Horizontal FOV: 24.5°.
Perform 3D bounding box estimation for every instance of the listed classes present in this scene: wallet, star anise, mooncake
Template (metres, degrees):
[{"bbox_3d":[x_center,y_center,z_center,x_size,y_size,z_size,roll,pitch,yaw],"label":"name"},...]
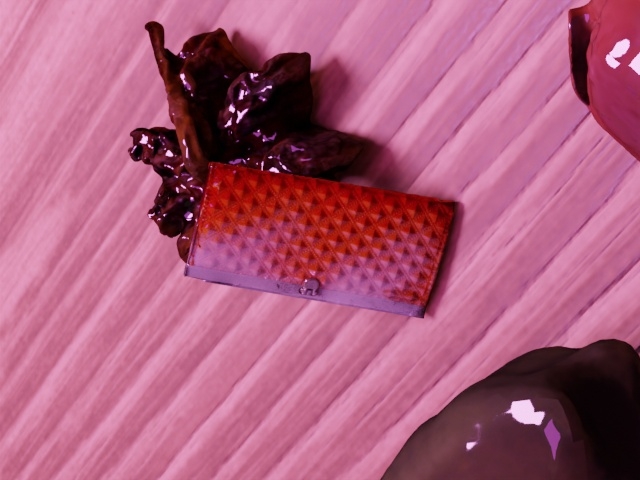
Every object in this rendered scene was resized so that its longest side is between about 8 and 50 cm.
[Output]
[{"bbox_3d":[0.000,0.000,1.137,0.196,0.020,0.103,10,114,-12],"label":"wallet"},{"bbox_3d":[-0.076,-0.064,1.195,0.220,0.126,0.190,16,114,29],"label":"star anise"},{"bbox_3d":[0.194,0.255,1.036,0.351,0.187,0.351,8,105,31],"label":"mooncake"}]

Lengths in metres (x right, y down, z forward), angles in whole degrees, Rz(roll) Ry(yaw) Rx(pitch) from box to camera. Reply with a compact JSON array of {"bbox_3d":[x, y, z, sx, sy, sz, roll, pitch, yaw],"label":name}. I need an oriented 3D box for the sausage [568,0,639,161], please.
[{"bbox_3d":[0.277,-0.083,0.911,0.279,0.152,0.152,41,122,20],"label":"sausage"}]
